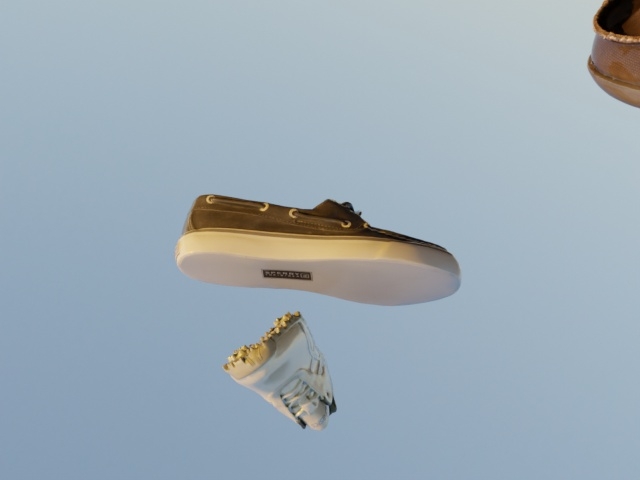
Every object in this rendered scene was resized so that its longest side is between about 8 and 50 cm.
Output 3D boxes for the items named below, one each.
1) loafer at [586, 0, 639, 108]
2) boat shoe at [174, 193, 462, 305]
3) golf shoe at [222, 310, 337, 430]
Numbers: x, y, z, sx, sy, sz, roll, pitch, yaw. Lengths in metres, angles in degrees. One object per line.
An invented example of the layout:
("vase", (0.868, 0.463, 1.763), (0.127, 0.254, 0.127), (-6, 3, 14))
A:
("loafer", (0.315, -0.174, 0.675), (0.366, 0.130, 0.134), (-8, -151, 47))
("boat shoe", (0.000, 0.000, 0.905), (0.228, 0.080, 0.076), (3, -120, 4))
("golf shoe", (-0.018, 0.106, 0.865), (0.086, 0.069, 0.176), (54, -175, 11))
